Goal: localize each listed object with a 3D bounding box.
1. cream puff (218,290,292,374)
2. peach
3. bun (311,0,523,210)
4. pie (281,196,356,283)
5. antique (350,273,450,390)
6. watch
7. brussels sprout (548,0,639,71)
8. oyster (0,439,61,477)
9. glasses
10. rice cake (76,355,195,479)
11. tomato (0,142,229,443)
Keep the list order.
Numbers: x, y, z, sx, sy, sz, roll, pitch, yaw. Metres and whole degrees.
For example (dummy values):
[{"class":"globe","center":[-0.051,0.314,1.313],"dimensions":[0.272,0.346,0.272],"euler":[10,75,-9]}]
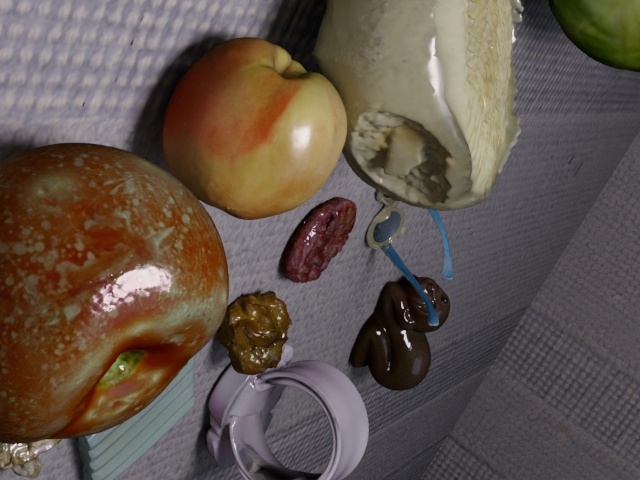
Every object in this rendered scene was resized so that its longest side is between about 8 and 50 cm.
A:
[{"class":"cream puff","center":[-0.090,0.133,1.513],"dimensions":[0.122,0.094,0.116],"euler":[-49,157,-1]},{"class":"peach","center":[-0.070,-0.108,1.073],"dimensions":[0.184,0.184,0.184],"euler":[-44,157,-24]},{"class":"bun","center":[0.103,-0.213,1.209],"dimensions":[0.364,0.202,0.364],"euler":[4,90,-67]},{"class":"pie","center":[0.000,0.000,1.578],"dimensions":[0.154,0.036,0.154],"euler":[-45,157,-25]},{"class":"antique","center":[0.164,0.176,2.054],"dimensions":[0.121,0.143,0.256],"euler":[-16,135,-55]},{"class":"watch","center":[-0.048,0.299,1.666],"dimensions":[0.196,0.231,0.244],"euler":[-11,130,-64]},{"class":"brussels sprout","center":[0.532,-0.425,1.609],"dimensions":[0.425,0.342,0.361],"euler":[-14,130,-43]},{"class":"oyster","center":[-0.304,0.193,1.181],"dimensions":[0.163,0.081,0.191],"euler":[-41,159,-41]},{"class":"glasses","center":[0.136,0.011,1.691],"dimensions":[0.088,0.220,0.189],"euler":[-3,140,-13]},{"class":"rice cake","center":[-0.240,0.230,1.422],"dimensions":[0.198,0.037,0.189],"euler":[-40,154,-33]},{"class":"tomato","center":[-0.220,0.038,0.917],"dimensions":[0.270,0.222,0.270],"euler":[-32,162,-12]}]
